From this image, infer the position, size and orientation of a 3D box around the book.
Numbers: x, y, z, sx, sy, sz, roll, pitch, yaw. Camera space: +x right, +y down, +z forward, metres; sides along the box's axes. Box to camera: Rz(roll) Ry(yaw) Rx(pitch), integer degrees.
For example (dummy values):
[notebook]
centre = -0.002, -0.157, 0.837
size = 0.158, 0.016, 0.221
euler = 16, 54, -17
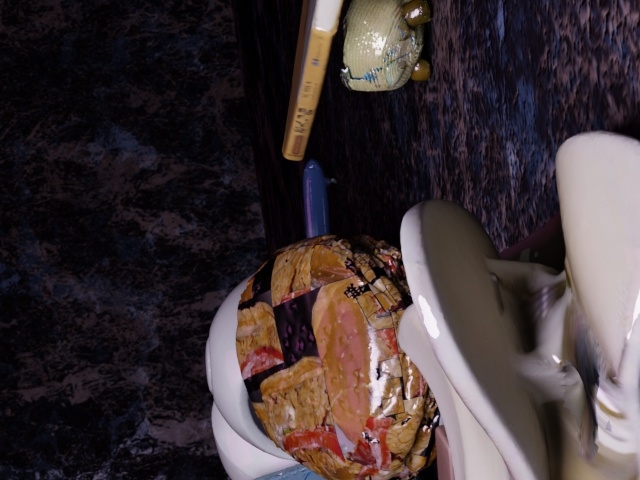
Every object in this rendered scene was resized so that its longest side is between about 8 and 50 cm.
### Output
[book]
centre = 0.010, -0.229, 1.313
size = 0.389, 0.032, 0.269
euler = 112, 167, -78

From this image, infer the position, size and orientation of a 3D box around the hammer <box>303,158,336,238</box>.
[hammer]
centre = 0.000, 0.000, 1.961
size = 0.116, 0.070, 0.193
euler = 106, 160, -80

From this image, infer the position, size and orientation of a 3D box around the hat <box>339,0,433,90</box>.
[hat]
centre = 0.051, -0.144, 1.217
size = 0.076, 0.059, 0.077
euler = -43, -35, -54

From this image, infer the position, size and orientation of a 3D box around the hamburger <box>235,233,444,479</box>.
[hamburger]
centre = 0.021, 0.102, 1.384
size = 0.231, 0.107, 0.231
euler = 5, 96, 58

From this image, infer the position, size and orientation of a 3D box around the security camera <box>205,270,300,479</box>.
[security camera]
centre = -0.013, 0.120, 1.596
size = 0.236, 0.195, 0.194
euler = 91, 170, -47

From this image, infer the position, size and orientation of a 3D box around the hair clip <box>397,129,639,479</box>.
[hair clip]
centre = 0.098, 0.049, 0.797
size = 0.282, 0.113, 0.172
euler = 81, 179, -61

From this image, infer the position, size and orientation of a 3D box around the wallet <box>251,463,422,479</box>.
[wallet]
centre = 0.026, 0.276, 1.445
size = 0.250, 0.176, 0.075
euler = -108, 1, -60

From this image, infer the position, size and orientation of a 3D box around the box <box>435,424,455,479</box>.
[box]
centre = 0.107, 0.198, 1.292
size = 0.048, 0.025, 0.115
euler = -125, 27, -68
